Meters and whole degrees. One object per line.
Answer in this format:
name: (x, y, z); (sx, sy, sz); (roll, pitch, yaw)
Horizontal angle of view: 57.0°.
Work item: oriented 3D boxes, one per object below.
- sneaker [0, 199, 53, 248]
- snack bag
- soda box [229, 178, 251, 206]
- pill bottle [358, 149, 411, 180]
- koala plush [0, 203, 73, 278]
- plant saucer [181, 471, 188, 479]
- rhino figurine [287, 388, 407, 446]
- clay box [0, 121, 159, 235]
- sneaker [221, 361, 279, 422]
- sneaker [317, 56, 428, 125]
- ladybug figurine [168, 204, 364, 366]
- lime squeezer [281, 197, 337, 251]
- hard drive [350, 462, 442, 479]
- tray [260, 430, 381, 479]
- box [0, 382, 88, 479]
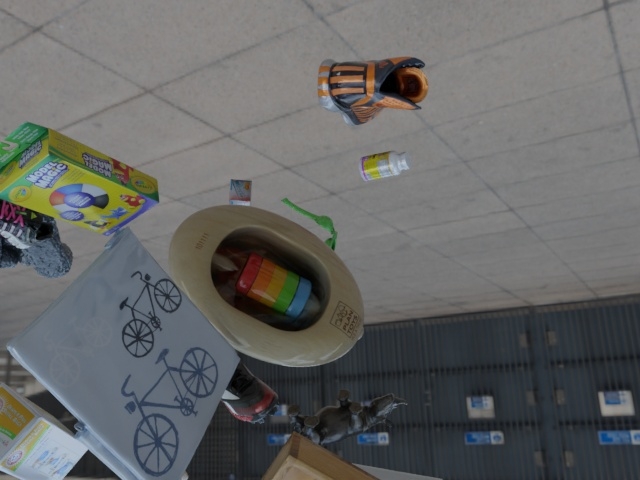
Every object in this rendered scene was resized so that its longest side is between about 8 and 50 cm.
sneaker: (-0.511, -0.040, 0.990); (0.075, 0.063, 0.170); (-9, 152, 5)
snack bag: (-0.286, 0.186, 0.928); (0.037, 0.323, 0.342); (-24, 113, 28)
soda box: (-0.220, -0.107, 1.626); (0.058, 0.062, 0.183); (4, 163, -7)
pill bottle: (0.110, -0.129, 1.006); (0.083, 0.043, 0.043); (-9, 163, 26)
koala plush: (-0.601, -0.047, 1.154); (0.197, 0.203, 0.221); (-8, -153, -20)
plant saucer: (-0.408, 0.646, 1.638); (0.084, 0.015, 0.083); (13, 129, 17)
rhino figurine: (0.059, 0.354, 1.184); (0.244, 0.073, 0.106); (-12, 129, -10)
clay box: (-0.366, -0.083, 0.867); (0.128, 0.053, 0.222); (-28, 150, 25)
sneaker: (-0.202, 0.327, 1.359); (0.276, 0.098, 0.135); (14, 138, 51)
sneaker: (0.128, -0.288, 1.160); (0.180, 0.124, 0.321); (4, -168, 20)
ladybug figurine: (-0.113, 0.107, 1.244); (0.450, 0.305, 0.162); (32, 151, -10)
lime squeezer: (0.000, 0.000, 1.694); (0.110, 0.310, 0.059); (-25, 179, -3)
hard drive: (0.081, 0.597, 1.319); (0.354, 0.047, 0.233); (3, -159, 18)
tray: (-0.064, 0.528, 0.964); (0.203, 0.410, 0.076); (31, -165, -5)
box: (-0.532, 0.360, 1.067); (0.114, 0.103, 0.203); (29, 153, 22)
